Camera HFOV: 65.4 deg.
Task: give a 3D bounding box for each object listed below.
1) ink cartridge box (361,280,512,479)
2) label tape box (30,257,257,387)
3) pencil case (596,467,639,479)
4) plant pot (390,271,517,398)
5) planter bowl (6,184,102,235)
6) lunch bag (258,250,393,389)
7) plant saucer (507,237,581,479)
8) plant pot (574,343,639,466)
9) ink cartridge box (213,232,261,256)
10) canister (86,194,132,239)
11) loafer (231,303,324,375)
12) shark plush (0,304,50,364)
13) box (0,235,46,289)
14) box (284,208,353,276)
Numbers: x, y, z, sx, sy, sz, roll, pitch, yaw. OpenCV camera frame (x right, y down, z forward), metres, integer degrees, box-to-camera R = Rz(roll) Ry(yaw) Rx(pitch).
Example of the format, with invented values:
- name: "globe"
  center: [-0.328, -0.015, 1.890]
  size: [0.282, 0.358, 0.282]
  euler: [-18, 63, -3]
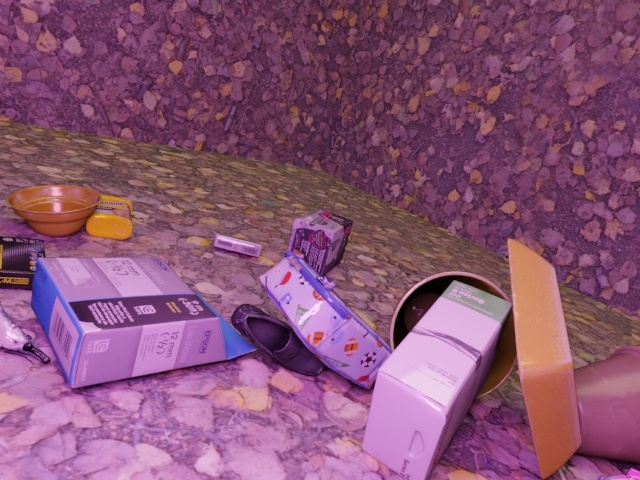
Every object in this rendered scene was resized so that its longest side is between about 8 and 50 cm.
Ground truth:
- name: "ink cartridge box"
  center: [0.204, 0.235, 0.860]
  size: [0.122, 0.211, 0.289]
  euler: [25, 38, 27]
- name: "label tape box"
  center: [-0.313, 0.128, 0.931]
  size: [0.348, 0.115, 0.249]
  euler: [-1, 26, -44]
- name: "pencil case"
  center: [0.457, 0.444, 0.780]
  size: [0.104, 0.104, 0.237]
  euler: [30, 21, 38]
- name: "plant pot"
  center: [0.285, 0.201, 1.187]
  size: [0.275, 0.274, 0.293]
  euler: [18, 1, 1]
- name: "planter bowl"
  center: [-0.682, -0.069, 1.292]
  size: [0.218, 0.090, 0.217]
  euler: [6, 22, -2]
- name: "lunch bag"
  center: [0.011, 0.156, 1.018]
  size: [0.303, 0.115, 0.243]
  euler: [50, -3, -36]
- name: "plant saucer"
  center: [0.422, 0.214, 0.935]
  size: [0.081, 0.332, 0.332]
  euler: [-8, 37, 23]
- name: "plant pot"
  center: [0.611, 0.353, 1.039]
  size: [0.230, 0.262, 0.263]
  euler: [-2, 18, -5]
- name: "ink cartridge box"
  center: [-0.266, 0.013, 1.610]
  size: [0.146, 0.045, 0.179]
  euler: [14, -2, -9]
- name: "canister"
  center: [-0.605, -0.068, 1.430]
  size: [0.126, 0.073, 0.170]
  euler: [9, 20, -27]
- name: "loafer"
  center: [-0.076, 0.201, 0.970]
  size: [0.223, 0.076, 0.078]
  euler: [39, -12, -21]
- name: "shark plush"
  center: [-0.510, 0.151, 0.835]
  size: [0.161, 0.073, 0.067]
  euler: [16, -15, 12]
- name: "box"
  center: [-0.679, 0.040, 1.038]
  size: [0.184, 0.045, 0.191]
  euler: [9, 17, -33]
- name: "box"
  center: [0.000, 0.000, 1.669]
  size: [0.142, 0.163, 0.247]
  euler: [20, 16, 13]
